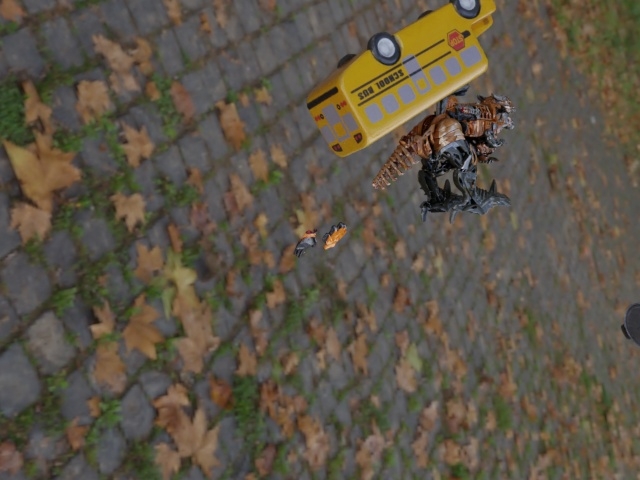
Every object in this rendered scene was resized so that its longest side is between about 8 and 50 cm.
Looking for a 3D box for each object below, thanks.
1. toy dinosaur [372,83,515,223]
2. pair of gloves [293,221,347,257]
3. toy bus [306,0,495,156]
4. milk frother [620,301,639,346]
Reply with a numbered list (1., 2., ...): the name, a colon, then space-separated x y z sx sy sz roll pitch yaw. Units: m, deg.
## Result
1. toy dinosaur: 0.221 -0.154 1.660 0.164 0.322 0.218 -141 -147 -72
2. pair of gloves: 0.000 0.000 1.418 0.083 0.074 0.010 -15 66 -26
3. toy bus: 0.136 -0.261 1.408 0.333 0.108 0.130 -34 97 -29
4. milk frother: 0.595 0.157 1.572 0.135 0.129 0.143 -20 63 -27
